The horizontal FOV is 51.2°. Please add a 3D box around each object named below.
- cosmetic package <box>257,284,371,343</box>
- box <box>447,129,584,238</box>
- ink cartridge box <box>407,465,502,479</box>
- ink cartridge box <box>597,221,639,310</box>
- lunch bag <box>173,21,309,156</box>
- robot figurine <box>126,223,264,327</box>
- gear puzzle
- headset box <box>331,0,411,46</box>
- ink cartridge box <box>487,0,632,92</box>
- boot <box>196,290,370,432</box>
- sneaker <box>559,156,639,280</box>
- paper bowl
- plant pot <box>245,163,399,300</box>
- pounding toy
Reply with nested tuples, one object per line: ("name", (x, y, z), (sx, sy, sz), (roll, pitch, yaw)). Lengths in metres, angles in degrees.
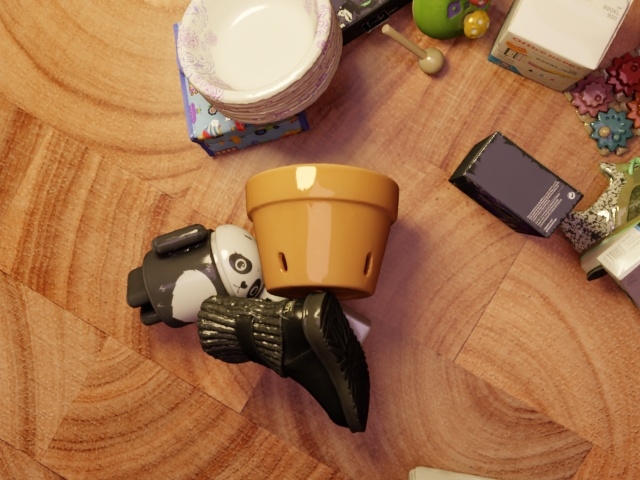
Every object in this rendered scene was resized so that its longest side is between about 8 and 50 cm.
("cosmetic package", (-0.021, 0.162, 1.380), (0.231, 0.085, 0.117), (31, 96, 1))
("box", (0.349, -0.100, 1.243), (0.184, 0.261, 0.103), (40, 96, 2))
("ink cartridge box", (0.289, 0.687, 1.340), (0.279, 0.160, 0.385), (8, 94, 5))
("ink cartridge box", (0.634, 0.051, 1.237), (0.165, 0.332, 0.065), (-44, 49, 11))
("lunch bag", (-0.167, -0.348, 1.359), (0.220, 0.138, 0.293), (-14, 79, 7))
("robot figurine", (-0.247, 0.075, 1.346), (0.278, 0.209, 0.174), (-20, 80, 4))
("gear puzzle", (0.670, -0.313, 1.313), (0.338, 0.044, 0.176), (-30, 90, 6))
("headset box", (0.040, -0.537, 1.312), (0.246, 0.131, 0.283), (-31, 91, 6))
("ink cartridge box", (0.435, -0.400, 1.234), (0.171, 0.232, 0.168), (25, 95, 4))
("boot", (-0.059, 0.230, 1.271), (0.260, 0.131, 0.348), (-8, 122, 22))
("sneaker", (0.629, -0.109, 1.288), (0.410, 0.158, 0.182), (-39, 75, 2))
("paper bowl", (-0.099, -0.344, 1.200), (0.284, 0.148, 0.284), (-5, 72, 16))
("plant pot", (0.000, 0.000, 1.243), (0.290, 0.291, 0.204), (1, 77, 5))
("pounding toy", (0.261, -0.427, 1.263), (0.237, 0.183, 0.110), (-50, 50, 13))
